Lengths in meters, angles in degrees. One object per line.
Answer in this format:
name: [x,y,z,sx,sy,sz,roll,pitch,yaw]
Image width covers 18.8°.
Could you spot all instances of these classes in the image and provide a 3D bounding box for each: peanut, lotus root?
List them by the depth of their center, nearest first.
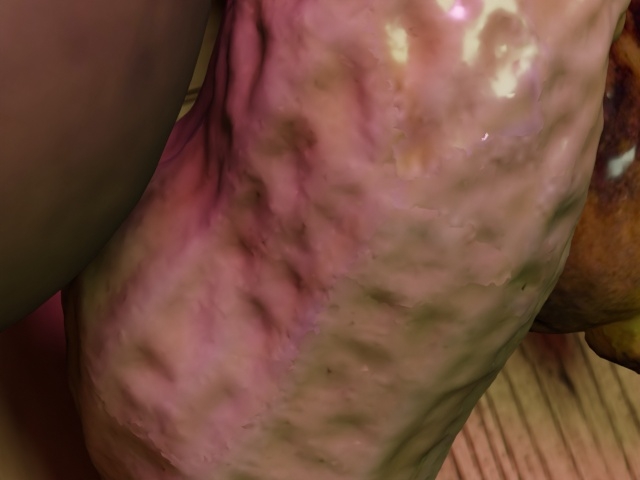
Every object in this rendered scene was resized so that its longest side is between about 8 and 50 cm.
peanut: [0.000,0.000,0.644,0.152,0.313,0.152,17,40,-15]
lotus root: [0.083,-0.062,0.829,0.314,0.141,0.169,48,48,-23]

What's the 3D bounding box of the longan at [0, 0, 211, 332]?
longan: [-0.153,-0.085,0.546,0.258,0.258,0.258,13,70,-40]
